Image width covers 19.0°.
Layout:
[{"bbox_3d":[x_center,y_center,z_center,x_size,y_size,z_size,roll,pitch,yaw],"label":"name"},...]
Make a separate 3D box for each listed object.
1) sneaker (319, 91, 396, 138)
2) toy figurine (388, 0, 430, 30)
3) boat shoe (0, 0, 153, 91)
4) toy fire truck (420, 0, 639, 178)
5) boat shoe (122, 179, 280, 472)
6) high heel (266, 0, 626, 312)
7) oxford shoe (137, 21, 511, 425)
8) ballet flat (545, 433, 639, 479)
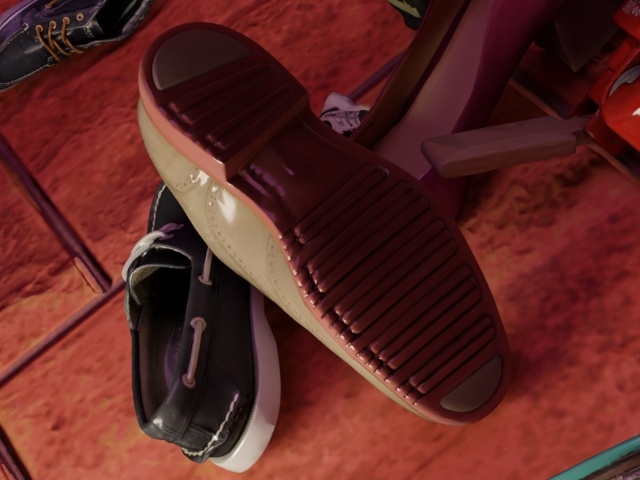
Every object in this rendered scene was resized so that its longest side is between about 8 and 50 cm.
[{"bbox_3d":[0.030,-0.092,1.537,0.083,0.032,0.037,22,79,50],"label":"sneaker"},{"bbox_3d":[0.129,-0.294,1.565,0.213,0.148,0.209,-13,46,25],"label":"toy figurine"},{"bbox_3d":[-0.243,-0.196,1.785,0.183,0.065,0.083,-42,40,-9],"label":"boat shoe"},{"bbox_3d":[0.210,-0.098,1.317,0.246,0.158,0.217,-51,13,10],"label":"toy fire truck"},{"bbox_3d":[-0.099,0.038,1.426,0.114,0.091,0.302,-54,32,26],"label":"boat shoe"},{"bbox_3d":[0.065,-0.120,1.415,0.377,0.181,0.127,-48,42,-10],"label":"high heel"},{"bbox_3d":[0.000,0.000,1.350,0.123,0.130,0.348,-33,75,-25],"label":"oxford shoe"},{"bbox_3d":[0.311,0.115,1.073,0.483,0.164,0.182,-34,71,1],"label":"ballet flat"}]
